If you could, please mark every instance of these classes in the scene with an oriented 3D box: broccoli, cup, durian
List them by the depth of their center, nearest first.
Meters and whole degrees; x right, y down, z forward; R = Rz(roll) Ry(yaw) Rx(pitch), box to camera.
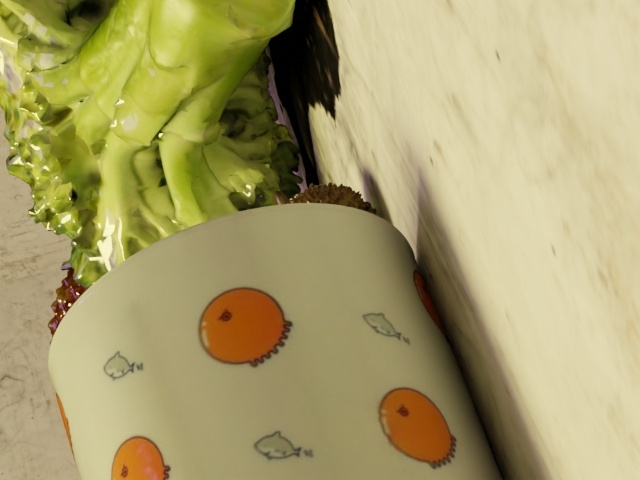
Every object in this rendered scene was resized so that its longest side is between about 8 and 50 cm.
[{"bbox_3d":[0.000,0.170,0.812,0.212,0.212,0.317,86,166,-58],"label":"cup"},{"bbox_3d":[0.000,0.000,0.977,0.091,0.080,0.080,50,164,19],"label":"durian"},{"bbox_3d":[-0.133,-0.142,1.139,0.353,0.275,0.397,22,155,21],"label":"broccoli"}]

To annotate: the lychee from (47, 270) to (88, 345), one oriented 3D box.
[{"bbox_3d":[-0.179,0.064,1.772,0.271,0.271,0.271,164,90,-83],"label":"lychee"}]
